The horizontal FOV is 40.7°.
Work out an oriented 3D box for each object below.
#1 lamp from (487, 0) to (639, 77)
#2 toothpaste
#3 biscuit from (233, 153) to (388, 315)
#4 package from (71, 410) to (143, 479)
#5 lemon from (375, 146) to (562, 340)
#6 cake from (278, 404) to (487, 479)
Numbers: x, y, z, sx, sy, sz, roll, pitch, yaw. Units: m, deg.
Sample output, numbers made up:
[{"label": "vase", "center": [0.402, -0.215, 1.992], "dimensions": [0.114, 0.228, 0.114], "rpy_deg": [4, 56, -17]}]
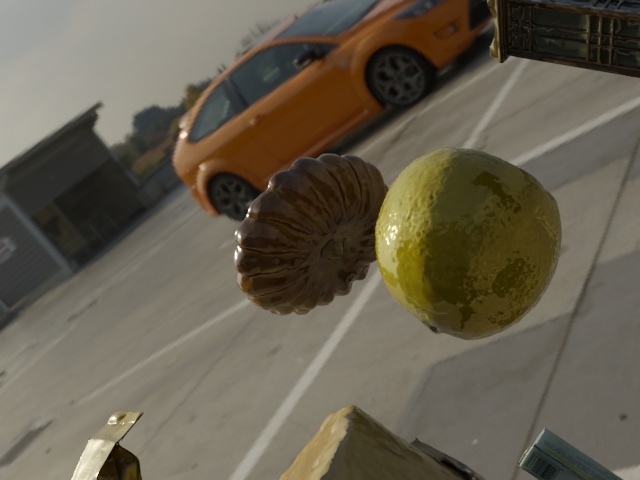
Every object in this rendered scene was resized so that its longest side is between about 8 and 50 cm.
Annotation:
[{"label": "lamp", "center": [0.340, -0.220, 0.895], "dimensions": [0.325, 0.089, 0.090], "rpy_deg": [17, 50, 29]}, {"label": "toothpaste", "center": [0.275, 0.248, 0.842], "dimensions": [0.046, 0.164, 0.034], "rpy_deg": [-30, -32, -56]}, {"label": "biscuit", "center": [0.000, 0.000, 1.504], "dimensions": [0.326, 0.326, 0.107], "rpy_deg": [-41, 50, -9]}, {"label": "package", "center": [-0.172, 0.206, 0.699], "dimensions": [0.047, 0.131, 0.071], "rpy_deg": [1, -7, -31]}, {"label": "lemon", "center": [0.182, 0.016, 1.113], "dimensions": [0.219, 0.240, 0.240], "rpy_deg": [-65, 17, -13]}, {"label": "cake", "center": [0.066, 0.360, 0.793], "dimensions": [0.332, 0.321, 0.332], "rpy_deg": [-57, -1, -1]}]
